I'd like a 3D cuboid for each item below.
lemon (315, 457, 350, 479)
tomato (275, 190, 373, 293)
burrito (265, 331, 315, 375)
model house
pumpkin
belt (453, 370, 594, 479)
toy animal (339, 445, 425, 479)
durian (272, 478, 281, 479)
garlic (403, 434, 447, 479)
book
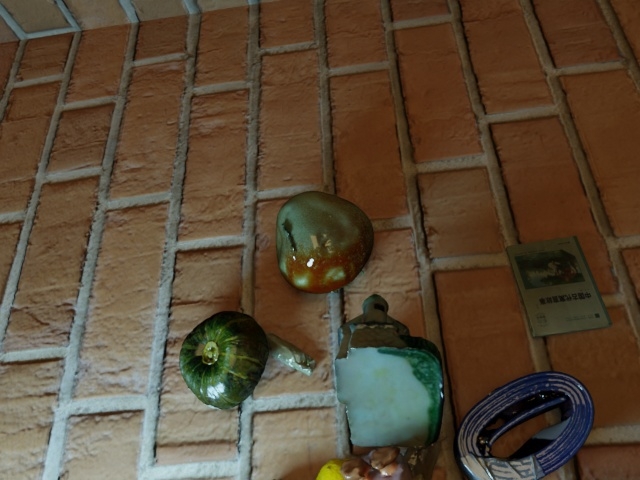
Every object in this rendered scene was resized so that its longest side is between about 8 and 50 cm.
[{"bbox_3d":[0.038,0.599,1.250,0.114,0.114,0.155,21,70,19],"label":"lemon"},{"bbox_3d":[0.000,0.000,1.502,0.304,0.239,0.303,-2,60,4],"label":"tomato"},{"bbox_3d":[-0.095,0.314,1.461,0.188,0.045,0.058,25,62,22],"label":"burrito"},{"bbox_3d":[0.165,0.302,1.290,0.244,0.298,0.284,-3,25,5],"label":"model house"},{"bbox_3d":[-0.249,0.320,1.413,0.260,0.189,0.260,-14,62,28],"label":"pumpkin"},{"bbox_3d":[0.487,0.458,1.254,0.347,0.117,0.212,-28,61,-8],"label":"belt"},{"bbox_3d":[0.165,0.599,1.172,0.196,0.169,0.281,-27,88,15],"label":"toy animal"},{"bbox_3d":[-0.101,0.637,1.255,0.187,0.119,0.108,-41,23,32],"label":"durian"},{"bbox_3d":[0.245,0.537,1.283,0.084,0.066,0.152,25,70,-9],"label":"garlic"},{"bbox_3d":[0.658,0.123,1.456,0.215,0.025,0.282,-10,59,2],"label":"book"}]
